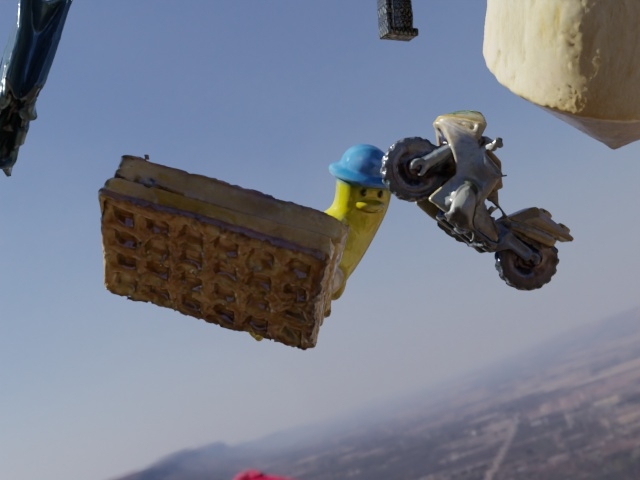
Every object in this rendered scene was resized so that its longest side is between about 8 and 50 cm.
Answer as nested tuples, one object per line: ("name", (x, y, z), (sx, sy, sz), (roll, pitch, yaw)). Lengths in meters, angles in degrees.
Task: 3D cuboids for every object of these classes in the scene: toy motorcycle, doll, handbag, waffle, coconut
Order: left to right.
("handbag", (-0.375, -0.194, 1.349), (0.062, 0.179, 0.229), (17, -29, -17))
("waffle", (-0.128, 0.020, 1.410), (0.308, 0.091, 0.213), (17, -40, 6))
("doll", (0.000, 0.000, 1.693), (0.363, 0.199, 0.145), (-44, 37, -1))
("toy motorcycle", (0.180, -0.052, 1.175), (0.130, 0.229, 0.094), (-54, 7, -10))
("coconut", (0.317, -0.237, 1.140), (0.328, 0.329, 0.329), (-18, -8, -3))

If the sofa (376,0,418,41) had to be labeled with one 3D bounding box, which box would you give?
("sofa", (0.125, -0.387, 1.776), (0.060, 0.118, 0.039), (1, -8, -24))
